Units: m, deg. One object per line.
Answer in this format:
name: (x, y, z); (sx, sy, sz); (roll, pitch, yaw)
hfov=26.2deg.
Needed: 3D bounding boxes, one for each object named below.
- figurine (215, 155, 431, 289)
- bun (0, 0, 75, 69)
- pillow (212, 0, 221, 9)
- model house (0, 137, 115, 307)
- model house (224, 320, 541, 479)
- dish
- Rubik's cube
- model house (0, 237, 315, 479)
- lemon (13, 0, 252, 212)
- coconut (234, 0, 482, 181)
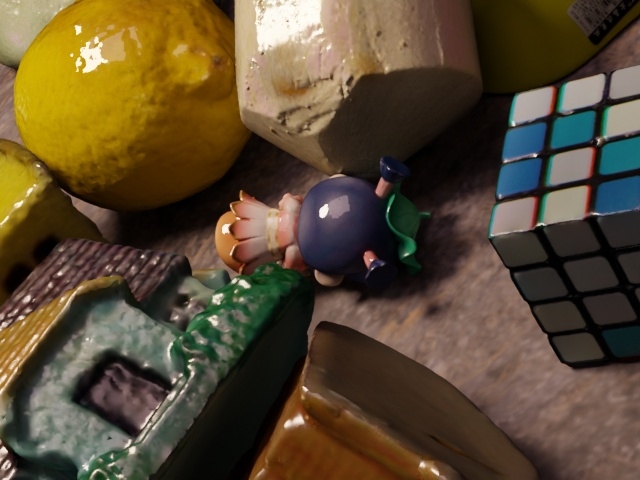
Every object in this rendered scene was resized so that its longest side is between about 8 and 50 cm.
figurine: (0.000, 0.000, 1.182); (0.195, 0.102, 0.111); (-9, 76, 25)
bun: (-0.350, -0.366, 1.803); (0.293, 0.187, 0.293); (-20, 41, 18)
pillow: (-0.152, -0.262, 1.640); (0.090, 0.048, 0.150); (-44, 31, 28)
model house: (-0.334, 0.036, 1.336); (0.234, 0.174, 0.193); (-45, 37, -19)
model house: (0.012, 0.197, 0.908); (0.229, 0.199, 0.219); (-58, -8, 14)
dish: (0.206, -0.266, 1.315); (0.262, 0.108, 0.221); (-36, 37, -1)
Rubik's cube: (0.224, -0.019, 0.977); (0.155, 0.154, 0.151); (-11, 43, 30)
model house: (-0.181, 0.105, 1.021); (0.249, 0.230, 0.280); (30, 63, 13)
lemon: (-0.183, -0.143, 1.383); (0.288, 0.233, 0.233); (-13, 40, 45)
coconut: (0.032, -0.162, 1.226); (0.241, 0.241, 0.241); (-21, 38, 18)
